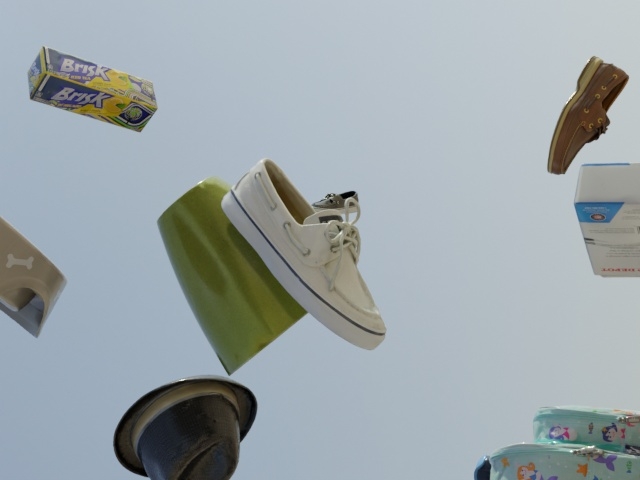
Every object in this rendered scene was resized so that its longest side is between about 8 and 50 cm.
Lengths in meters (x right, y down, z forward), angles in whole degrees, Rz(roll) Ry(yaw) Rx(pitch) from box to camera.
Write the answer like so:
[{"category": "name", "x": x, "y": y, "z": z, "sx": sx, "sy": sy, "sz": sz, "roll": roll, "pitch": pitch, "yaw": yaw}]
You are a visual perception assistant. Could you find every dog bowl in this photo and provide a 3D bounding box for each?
[{"category": "dog bowl", "x": -0.531, "y": 0.001, "z": 1.673, "sx": 0.102, "sy": 0.349, "sz": 0.349, "roll": -52, "pitch": -35, "yaw": -14}]

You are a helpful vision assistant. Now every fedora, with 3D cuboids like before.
[{"category": "fedora", "x": -0.269, "y": 0.434, "z": 2.301, "sx": 0.334, "sy": 0.334, "sz": 0.152, "roll": 68, "pitch": 179, "yaw": -46}]

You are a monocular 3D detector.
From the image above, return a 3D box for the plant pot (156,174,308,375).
[{"category": "plant pot", "x": -0.144, "y": 0.038, "z": 1.951, "sx": 0.293, "sy": 0.275, "sz": 0.275, "roll": 51, "pitch": -142, "yaw": 3}]

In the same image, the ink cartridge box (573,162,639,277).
[{"category": "ink cartridge box", "x": 0.495, "y": -0.030, "z": 1.752, "sx": 0.203, "sy": 0.148, "sz": 0.085, "roll": 59, "pitch": -141, "yaw": -49}]

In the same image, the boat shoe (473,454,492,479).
[{"category": "boat shoe", "x": 0.351, "y": 0.471, "z": 1.871, "sx": 0.258, "sy": 0.089, "sz": 0.109, "roll": 52, "pitch": -137, "yaw": -24}]

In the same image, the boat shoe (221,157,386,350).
[{"category": "boat shoe", "x": 0.004, "y": 0.000, "z": 1.737, "sx": 0.156, "sy": 0.367, "sz": 0.136, "roll": -51, "pitch": -30, "yaw": 17}]

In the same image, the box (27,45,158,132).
[{"category": "box", "x": -0.312, "y": -0.206, "z": 1.516, "sx": 0.169, "sy": 0.054, "sz": 0.059, "roll": 14, "pitch": -137, "yaw": -34}]

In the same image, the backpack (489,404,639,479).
[{"category": "backpack", "x": 0.342, "y": 0.310, "z": 1.426, "sx": 0.225, "sy": 0.254, "sz": 0.191, "roll": 55, "pitch": -149, "yaw": -70}]

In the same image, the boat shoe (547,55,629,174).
[{"category": "boat shoe", "x": 0.353, "y": -0.162, "z": 1.468, "sx": 0.178, "sy": 0.060, "sz": 0.064, "roll": -61, "pitch": -21, "yaw": -15}]

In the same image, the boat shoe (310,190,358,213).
[{"category": "boat shoe", "x": 0.024, "y": -0.070, "z": 2.066, "sx": 0.142, "sy": 0.049, "sz": 0.040, "roll": -9, "pitch": -74, "yaw": -54}]
